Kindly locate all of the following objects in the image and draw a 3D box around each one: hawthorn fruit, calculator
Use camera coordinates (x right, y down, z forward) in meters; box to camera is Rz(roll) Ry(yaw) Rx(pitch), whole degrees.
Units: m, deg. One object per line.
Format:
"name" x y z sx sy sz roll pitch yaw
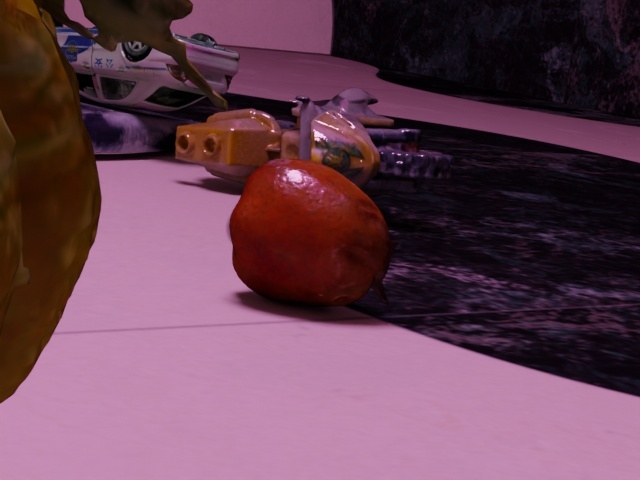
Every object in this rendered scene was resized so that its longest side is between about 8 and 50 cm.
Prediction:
"hawthorn fruit" 0.000 0.000 0.870 0.093 0.081 0.081 20 13 17
"calculator" -0.208 -0.105 1.451 0.177 0.040 0.268 14 7 21

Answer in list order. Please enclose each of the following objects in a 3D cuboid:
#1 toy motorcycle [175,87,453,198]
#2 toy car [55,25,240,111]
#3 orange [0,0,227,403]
"toy motorcycle" -0.017 -0.070 1.220 0.229 0.094 0.129 9 10 35
"toy car" -0.179 -0.156 1.422 0.224 0.076 0.090 8 2 37
"orange" -0.206 -0.024 0.385 0.300 0.223 0.301 31 18 24
